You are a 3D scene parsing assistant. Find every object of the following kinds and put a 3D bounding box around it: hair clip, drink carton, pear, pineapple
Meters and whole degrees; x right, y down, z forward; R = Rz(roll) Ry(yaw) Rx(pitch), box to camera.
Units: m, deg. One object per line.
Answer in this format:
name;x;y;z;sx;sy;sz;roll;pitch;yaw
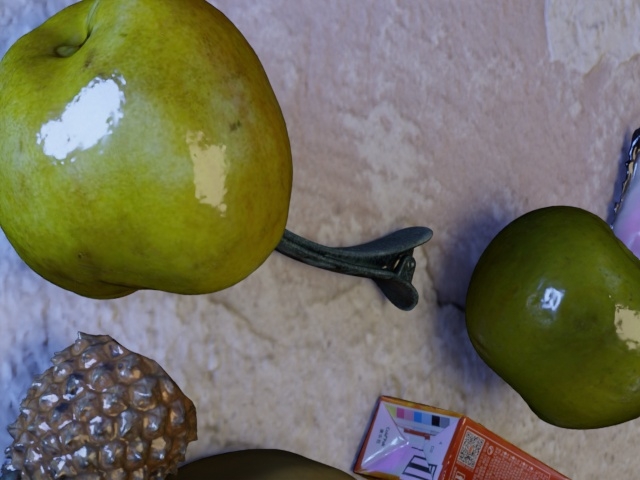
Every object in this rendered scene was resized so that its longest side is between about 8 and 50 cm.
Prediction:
hair clip;0.000;0.000;1.159;0.229;0.039;0.070;17;86;-45
drink carton;0.136;0.205;1.290;0.223;0.096;0.071;34;71;-43
pear;-0.111;-0.056;0.930;0.200;0.200;0.200;-9;103;-45
pineapple;-0.193;0.184;0.936;0.277;0.119;0.130;-54;149;-23

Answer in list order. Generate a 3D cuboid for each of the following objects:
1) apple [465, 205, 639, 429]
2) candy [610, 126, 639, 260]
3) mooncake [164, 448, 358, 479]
apple;0.213;0.067;1.290;0.157;0.196;0.196;-43;131;5
candy;0.352;0.035;1.445;0.116;0.156;0.265;24;79;-48
mooncake;-0.051;0.257;1.094;0.235;0.117;0.234;-14;109;-44
